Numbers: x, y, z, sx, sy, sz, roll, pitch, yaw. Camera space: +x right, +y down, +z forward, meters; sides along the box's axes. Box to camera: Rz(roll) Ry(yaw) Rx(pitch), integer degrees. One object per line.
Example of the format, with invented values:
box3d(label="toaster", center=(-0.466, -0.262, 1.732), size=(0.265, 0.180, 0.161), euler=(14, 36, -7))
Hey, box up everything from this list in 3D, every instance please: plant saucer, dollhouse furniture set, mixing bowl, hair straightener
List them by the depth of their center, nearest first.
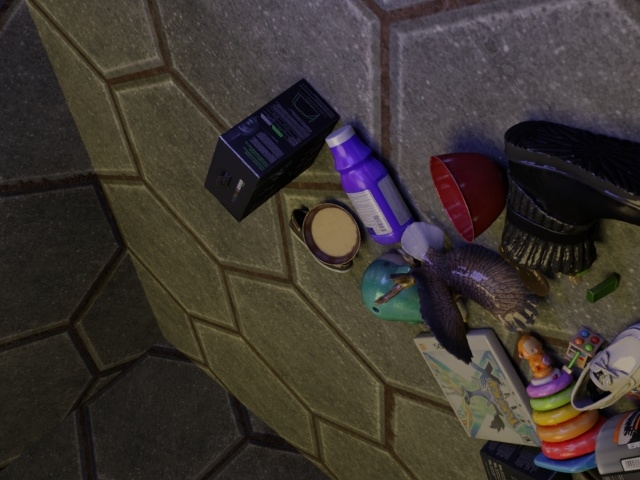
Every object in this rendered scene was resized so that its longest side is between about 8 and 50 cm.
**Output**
box3d(label="mixing bowl", center=(0.289, -0.098, 1.367), size=(0.181, 0.098, 0.181), euler=(155, 90, -88))
box3d(label="dollhouse furniture set", center=(0.487, 0.046, 1.372), size=(0.151, 0.059, 0.076), euler=(52, 168, 40))
box3d(label="hair straightener", center=(0.639, 0.513, 1.732), size=(0.230, 0.047, 0.089), euler=(53, 153, 2))
box3d(label="plant saucer", center=(0.033, -0.019, 1.886), size=(0.169, 0.029, 0.168), euler=(10, 112, 26))

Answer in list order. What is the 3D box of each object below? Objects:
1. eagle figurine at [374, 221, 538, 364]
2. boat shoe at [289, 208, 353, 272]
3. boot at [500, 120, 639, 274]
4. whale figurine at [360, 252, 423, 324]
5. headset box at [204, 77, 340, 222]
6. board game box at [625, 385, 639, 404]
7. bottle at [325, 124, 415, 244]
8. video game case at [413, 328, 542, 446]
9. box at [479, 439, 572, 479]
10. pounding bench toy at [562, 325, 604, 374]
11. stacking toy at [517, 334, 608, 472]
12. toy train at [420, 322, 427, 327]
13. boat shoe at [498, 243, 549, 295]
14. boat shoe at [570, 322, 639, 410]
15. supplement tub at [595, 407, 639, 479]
box3d(label="eagle figurine", center=(0.288, 0.110, 1.553), size=(0.225, 0.226, 0.298), euler=(22, -175, -29))
box3d(label="boat shoe", center=(0.000, 0.000, 1.965), size=(0.228, 0.081, 0.068), euler=(40, 155, 23))
box3d(label="boot", center=(0.448, -0.037, 1.198), size=(0.348, 0.131, 0.260), euler=(35, 144, 47))
box3d(label="whale figurine", center=(0.216, 0.148, 1.771), size=(0.272, 0.141, 0.216), euler=(29, 146, 30))
box3d(label="headset box", center=(-0.124, -0.199, 1.677), size=(0.131, 0.283, 0.246), euler=(46, 153, 5))
box3d(label="board game box", center=(0.635, 0.288, 1.451), size=(0.133, 0.033, 0.168), euler=(33, 148, 27))
box3d(label="bottle", center=(0.108, -0.125, 1.635), size=(0.282, 0.092, 0.118), euler=(58, 155, -17))
box3d(label="video game case", center=(0.409, 0.377, 1.858), size=(0.328, 0.036, 0.300), euler=(59, 152, -7))
box3d(label="box", center=(0.546, 0.611, 1.910), size=(0.207, 0.108, 0.153), euler=(18, 139, 45))
box3d(label="pounding bench toy", center=(0.530, 0.228, 1.473), size=(0.052, 0.083, 0.065), euler=(33, 149, 29))
box3d(label="stacking toy", center=(0.521, 0.346, 1.600), size=(0.301, 0.175, 0.166), euler=(64, 157, 0))
box3d(label="toy train", center=(0.303, 0.218, 1.829), size=(0.158, 0.027, 0.036), euler=(22, 113, 56))
box3d(label="boat shoe", center=(0.418, 0.049, 1.453), size=(0.135, 0.045, 0.050), euler=(52, 145, 2))
box3d(label="boat shoe", center=(0.569, 0.256, 1.411), size=(0.096, 0.088, 0.267), euler=(62, 155, 27))
box3d(label="supplement tub", center=(0.680, 0.390, 1.340), size=(0.193, 0.194, 0.316), euler=(46, 152, 6))
